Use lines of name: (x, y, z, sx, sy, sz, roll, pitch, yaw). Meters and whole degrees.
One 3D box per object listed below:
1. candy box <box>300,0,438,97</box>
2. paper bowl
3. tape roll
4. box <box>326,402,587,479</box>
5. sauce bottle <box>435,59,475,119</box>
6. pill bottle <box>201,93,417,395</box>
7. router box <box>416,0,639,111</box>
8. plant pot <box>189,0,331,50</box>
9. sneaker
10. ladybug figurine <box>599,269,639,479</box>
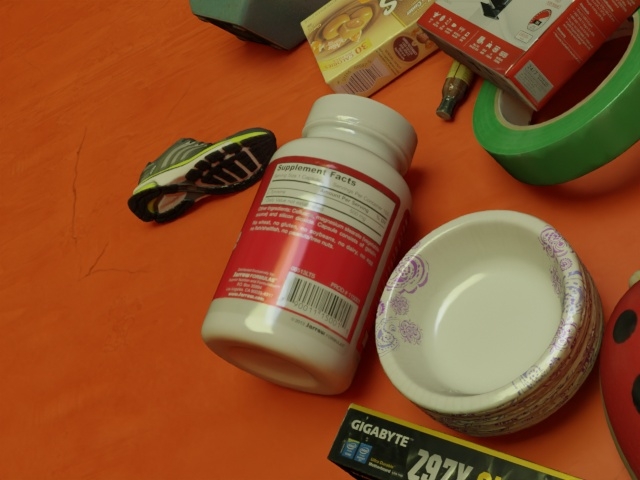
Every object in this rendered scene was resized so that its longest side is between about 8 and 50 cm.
candy box: (0.133, -0.388, 1.796, 0.316, 0.087, 0.183, -33, 48, 14)
paper bowl: (0.225, 0.115, 1.362, 0.284, 0.148, 0.284, -17, 54, 25)
tape roll: (0.361, -0.225, 1.470, 0.321, 0.077, 0.321, -36, 30, 25)
box: (0.200, 0.301, 1.182, 0.322, 0.257, 0.079, 12, 69, 40)
sauce bottle: (0.219, -0.253, 1.681, 0.042, 0.042, 0.128, 13, 69, 40)
pill bottle: (0.000, 0.000, 1.538, 0.229, 0.229, 0.408, 5, 64, 37)
router box: (0.323, -0.367, 1.527, 0.301, 0.082, 0.335, -47, 28, 6)
plant pot: (-0.104, -0.497, 1.941, 0.247, 0.248, 0.252, 22, 93, 42)
sneaker: (-0.213, -0.141, 1.867, 0.300, 0.111, 0.121, -20, 48, 20)
ladybug figurine: (0.464, 0.179, 1.143, 0.305, 0.162, 0.449, -40, 46, 6)
